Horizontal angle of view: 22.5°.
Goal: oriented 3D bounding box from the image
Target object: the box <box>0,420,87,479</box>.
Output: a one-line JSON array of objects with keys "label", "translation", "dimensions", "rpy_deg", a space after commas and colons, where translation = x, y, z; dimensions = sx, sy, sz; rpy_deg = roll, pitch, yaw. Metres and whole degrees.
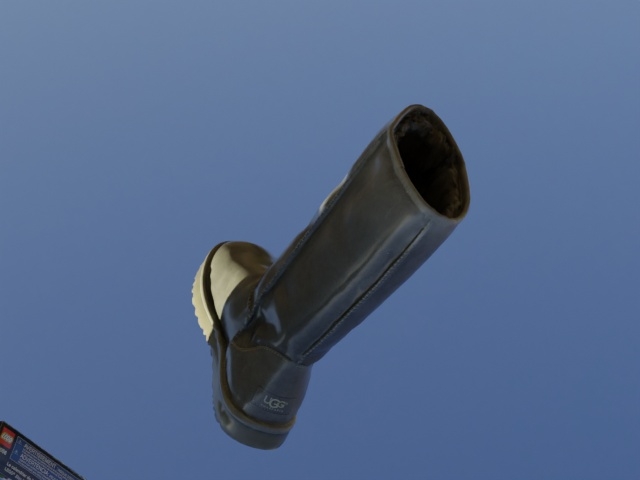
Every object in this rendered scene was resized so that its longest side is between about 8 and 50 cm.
[{"label": "box", "translation": [-0.196, 0.132, 0.890], "dimensions": [0.137, 0.094, 0.027], "rpy_deg": [-4, -126, 36]}]

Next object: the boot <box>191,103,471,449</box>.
[{"label": "boot", "translation": [0.002, 0.000, 0.955], "dimensions": [0.076, 0.208, 0.189], "rpy_deg": [14, -146, -24]}]
